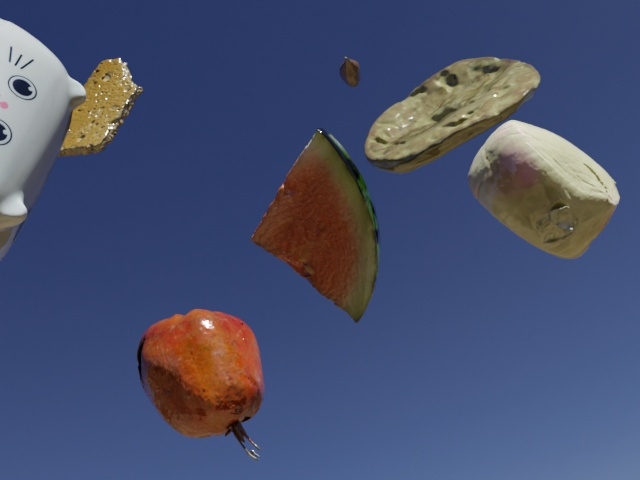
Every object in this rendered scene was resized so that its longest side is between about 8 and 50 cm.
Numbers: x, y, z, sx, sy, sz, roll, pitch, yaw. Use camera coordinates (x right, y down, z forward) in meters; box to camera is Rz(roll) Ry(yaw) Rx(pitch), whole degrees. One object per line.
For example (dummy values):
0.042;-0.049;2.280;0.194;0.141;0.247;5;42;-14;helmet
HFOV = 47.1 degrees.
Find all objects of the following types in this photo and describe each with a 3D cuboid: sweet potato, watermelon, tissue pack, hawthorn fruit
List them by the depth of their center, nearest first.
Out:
0.018;-0.008;0.759;0.137;0.145;0.193;-50;-10;-23;watermelon
-0.441;-0.111;0.891;0.236;0.333;0.229;20;-40;-12;tissue pack
-0.188;0.251;1.260;0.211;0.299;0.211;-26;-25;-13;hawthorn fruit
0.064;-0.384;1.646;0.049;0.049;0.117;-21;-15;5;sweet potato

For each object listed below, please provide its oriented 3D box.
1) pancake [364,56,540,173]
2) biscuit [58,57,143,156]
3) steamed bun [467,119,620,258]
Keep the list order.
0.168;-0.158;0.924;0.242;0.242;0.050;-27;-65;16;pancake
-0.365;-0.228;1.234;0.131;0.236;0.026;0;-40;24;biscuit
0.356;-0.076;1.196;0.170;0.239;0.152;-58;-6;34;steamed bun
